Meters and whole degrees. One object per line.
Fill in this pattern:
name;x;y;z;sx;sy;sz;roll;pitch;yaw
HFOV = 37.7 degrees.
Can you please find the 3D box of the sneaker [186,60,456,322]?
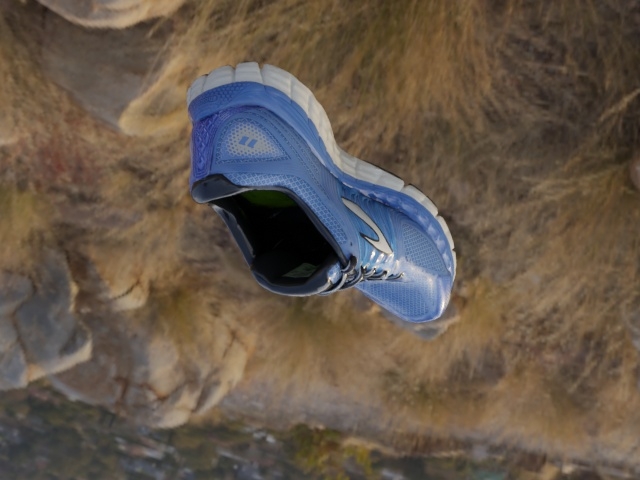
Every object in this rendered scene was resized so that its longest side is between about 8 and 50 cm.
sneaker;0.000;0.000;0.801;0.130;0.147;0.330;-18;140;37
